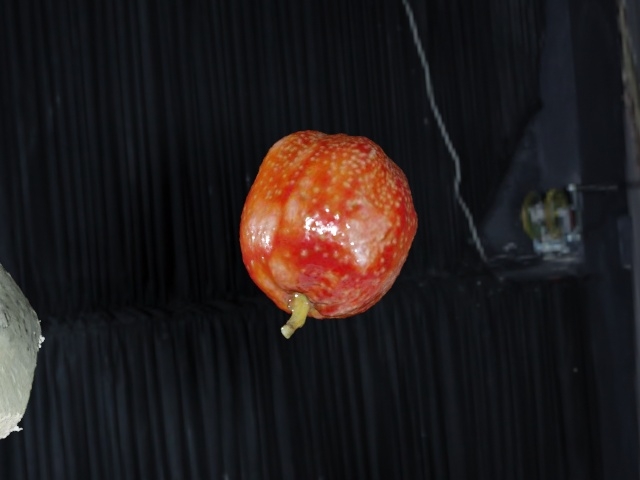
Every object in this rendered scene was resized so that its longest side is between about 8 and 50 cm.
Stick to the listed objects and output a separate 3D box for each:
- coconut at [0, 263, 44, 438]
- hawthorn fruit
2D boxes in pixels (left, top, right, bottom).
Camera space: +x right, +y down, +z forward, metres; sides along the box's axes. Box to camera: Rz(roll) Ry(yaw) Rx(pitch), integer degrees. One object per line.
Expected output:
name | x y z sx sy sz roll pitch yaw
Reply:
coconut | -0.247 0.067 0.522 0.162 0.161 0.161 -22 -8 25
hawthorn fruit | 0.000 0.000 1.016 0.205 0.253 0.205 20 -21 8
